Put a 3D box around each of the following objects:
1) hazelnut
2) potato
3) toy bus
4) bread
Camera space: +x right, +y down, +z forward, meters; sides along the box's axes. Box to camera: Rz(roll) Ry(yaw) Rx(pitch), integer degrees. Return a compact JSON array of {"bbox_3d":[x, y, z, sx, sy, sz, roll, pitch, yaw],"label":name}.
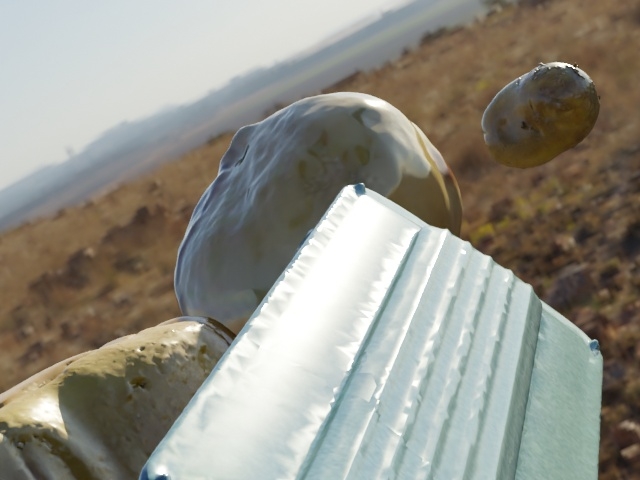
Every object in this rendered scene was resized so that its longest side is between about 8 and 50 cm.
[{"bbox_3d":[0.000,0.000,1.072,0.261,0.241,0.261,-24,-32,-16],"label":"hazelnut"},{"bbox_3d":[0.225,-0.128,1.317,0.070,0.091,0.138,-33,1,-42],"label":"potato"},{"bbox_3d":[0.003,0.119,0.513,0.190,0.152,0.312,-57,-1,23],"label":"toy bus"},{"bbox_3d":[-0.140,0.158,0.794,0.132,0.167,0.294,-37,-9,40],"label":"bread"}]
